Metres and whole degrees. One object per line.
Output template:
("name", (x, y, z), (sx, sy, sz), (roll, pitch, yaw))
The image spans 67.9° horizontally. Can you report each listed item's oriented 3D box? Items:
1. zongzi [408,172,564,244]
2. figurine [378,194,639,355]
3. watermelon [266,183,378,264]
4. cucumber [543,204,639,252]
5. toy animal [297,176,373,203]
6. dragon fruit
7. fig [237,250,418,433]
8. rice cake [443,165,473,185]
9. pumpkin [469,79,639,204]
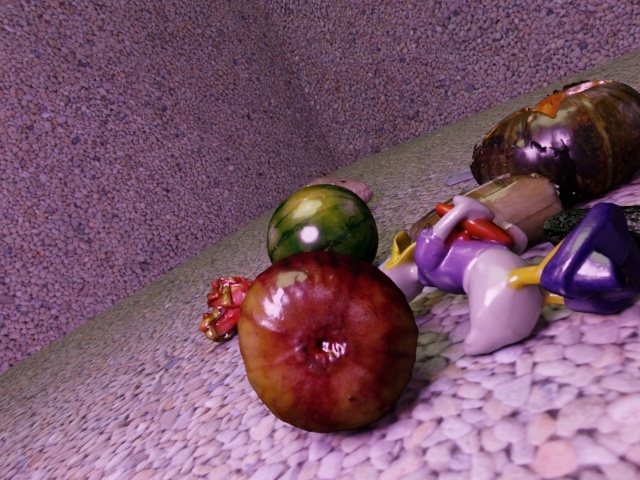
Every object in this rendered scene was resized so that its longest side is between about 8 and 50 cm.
("zongzi", (0.285, -0.041, 0.874), (0.251, 0.125, 0.274), (-26, 6, 8))
("figurine", (0.189, 0.051, 0.634), (0.421, 0.154, 0.193), (4, 69, 54))
("watermelon", (0.004, -0.003, 1.030), (0.243, 0.242, 0.242), (-26, 12, 6))
("cucumber", (0.386, -0.009, 0.626), (0.075, 0.074, 0.241), (-30, 10, -14))
("toy animal", (-0.001, -0.128, 1.718), (0.359, 0.188, 0.226), (-19, 10, 36))
("dragon fruit", (-0.203, 0.154, 1.091), (0.133, 0.150, 0.207), (-55, -2, 39))
("fig", (-0.002, 0.134, 0.643), (0.217, 0.216, 0.321), (-29, -8, -11))
("rice cake", (0.462, -0.204, 1.410), (0.211, 0.034, 0.043), (-13, 27, 48))
("pumpkin", (0.463, -0.182, 0.914), (0.321, 0.192, 0.320), (-26, 9, 4))
